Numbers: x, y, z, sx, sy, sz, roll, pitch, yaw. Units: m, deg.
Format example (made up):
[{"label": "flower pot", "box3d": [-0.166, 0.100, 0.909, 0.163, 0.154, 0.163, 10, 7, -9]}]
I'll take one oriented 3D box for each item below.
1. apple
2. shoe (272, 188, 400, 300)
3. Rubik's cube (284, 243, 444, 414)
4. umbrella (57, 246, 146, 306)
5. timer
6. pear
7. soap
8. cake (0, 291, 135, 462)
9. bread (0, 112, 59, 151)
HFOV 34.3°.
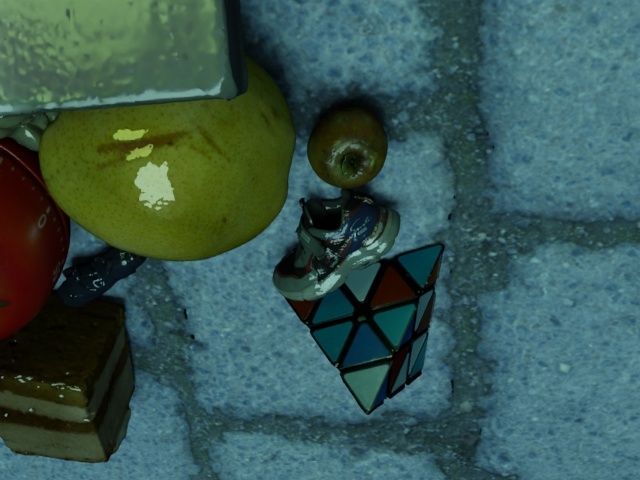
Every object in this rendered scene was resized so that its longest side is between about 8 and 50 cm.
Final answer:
[{"label": "apple", "box3d": [0.034, -0.130, 1.404, 0.099, 0.102, 0.114, 12, 125, -17]}, {"label": "shoe", "box3d": [0.000, -0.001, 1.512, 0.228, 0.099, 0.125, -32, 127, 25]}, {"label": "Rubik's cube", "box3d": [0.051, 0.162, 1.559, 0.250, 0.234, 0.284, 11, 132, 1]}, {"label": "umbrella", "box3d": [-0.319, 0.033, 1.618, 0.248, 0.071, 0.071, -28, 121, 30]}, {"label": "timer", "box3d": [-0.546, -0.024, 1.471, 0.378, 0.279, 0.378, 4, 133, 5]}, {"label": "pear", "box3d": [-0.189, -0.121, 1.326, 0.314, 0.314, 0.314, 5, 131, 5]}, {"label": "soap", "box3d": [-0.237, -0.280, 1.113, 0.296, 0.107, 0.285, -2, 101, 7]}, {"label": "cake", "box3d": [-0.429, 0.245, 1.744, 0.199, 0.196, 0.293, 5, 135, 7]}, {"label": "bread", "box3d": [-0.446, -0.238, 1.332, 0.102, 0.183, 0.337, -33, 116, 24]}]
